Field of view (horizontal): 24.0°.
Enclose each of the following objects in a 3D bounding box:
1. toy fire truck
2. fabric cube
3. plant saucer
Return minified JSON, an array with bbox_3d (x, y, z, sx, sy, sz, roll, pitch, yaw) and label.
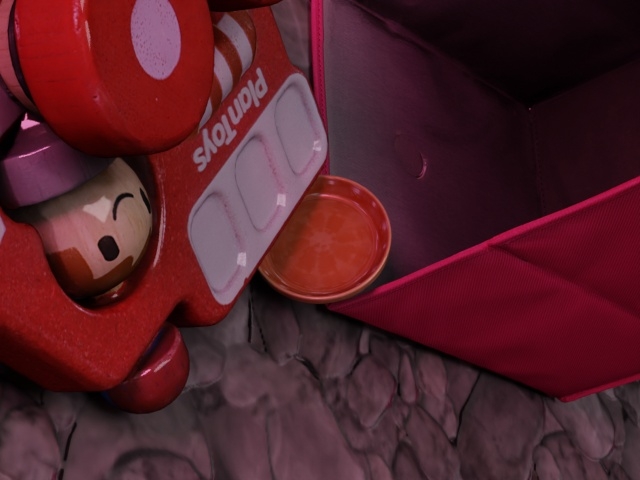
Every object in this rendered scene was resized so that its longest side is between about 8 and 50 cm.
[{"bbox_3d":[-0.095,-0.056,0.741,0.302,0.169,0.254,-61,137,-45],"label":"toy fire truck"},{"bbox_3d":[0.174,-0.070,0.971,0.258,0.259,0.254,25,53,-41],"label":"fabric cube"},{"bbox_3d":[0.000,0.000,0.885,0.013,0.083,0.084,84,6,-61],"label":"plant saucer"}]
